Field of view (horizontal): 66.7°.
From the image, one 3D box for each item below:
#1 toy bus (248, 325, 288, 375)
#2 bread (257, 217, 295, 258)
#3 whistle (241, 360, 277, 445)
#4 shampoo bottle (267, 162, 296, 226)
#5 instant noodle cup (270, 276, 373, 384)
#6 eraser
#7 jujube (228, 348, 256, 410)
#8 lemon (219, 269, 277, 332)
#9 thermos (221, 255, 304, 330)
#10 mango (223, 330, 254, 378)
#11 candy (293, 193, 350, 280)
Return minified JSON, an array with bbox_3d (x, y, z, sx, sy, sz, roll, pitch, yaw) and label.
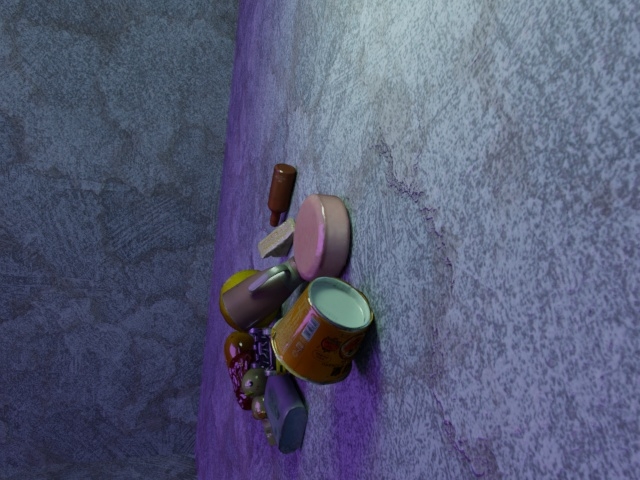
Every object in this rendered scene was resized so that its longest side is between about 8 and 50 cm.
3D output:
[{"bbox_3d":[-0.135,0.344,1.560,0.330,0.152,0.144,155,112,-70],"label":"toy bus"},{"bbox_3d":[-0.156,-0.009,1.747,0.152,0.105,0.077,113,146,-43],"label":"bread"},{"bbox_3d":[-0.216,0.584,1.756,0.141,0.141,0.294,126,141,-55],"label":"whistle"},{"bbox_3d":[-0.152,-0.161,1.798,0.085,0.085,0.244,-114,33,-52],"label":"shampoo bottle"},{"bbox_3d":[0.013,0.199,1.132,0.172,0.216,0.215,-61,30,31],"label":"instant noodle cup"},{"bbox_3d":[-0.118,0.543,1.578,0.227,0.081,0.174,-135,52,-65],"label":"eraser"},{"bbox_3d":[-0.277,0.548,1.919,0.155,0.155,0.230,133,127,-59],"label":"jujube"},{"bbox_3d":[-0.262,0.222,1.811,0.263,0.236,0.235,18,103,62],"label":"lemon"},{"bbox_3d":[-0.169,0.153,1.535,0.146,0.265,0.176,57,-173,21],"label":"thermos"},{"bbox_3d":[-0.347,0.513,2.125,0.166,0.136,0.236,159,108,-64],"label":"mango"},{"bbox_3d":[0.000,0.000,1.339,0.255,0.094,0.255,-176,90,-69],"label":"candy"}]
